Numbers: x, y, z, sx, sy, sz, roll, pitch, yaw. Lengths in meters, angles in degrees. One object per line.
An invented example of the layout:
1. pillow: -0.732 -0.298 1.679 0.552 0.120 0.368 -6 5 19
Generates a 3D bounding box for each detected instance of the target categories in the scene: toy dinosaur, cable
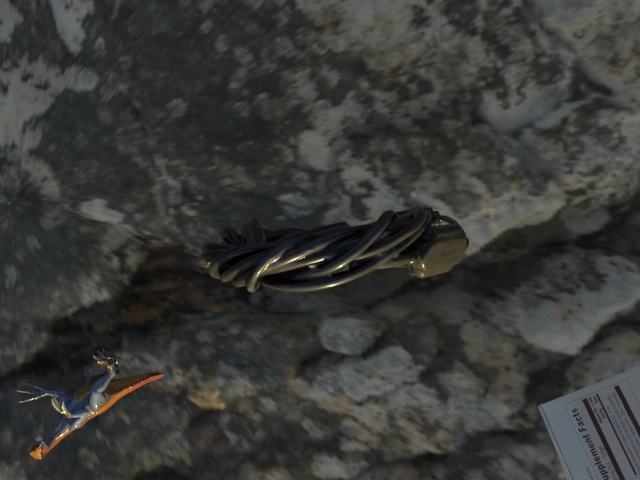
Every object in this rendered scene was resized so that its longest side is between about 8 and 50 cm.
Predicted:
1. toy dinosaur: -0.161 0.117 0.906 0.090 0.047 0.082 23 94 -16
2. cable: 0.000 0.000 0.816 0.150 0.184 0.047 2 97 28

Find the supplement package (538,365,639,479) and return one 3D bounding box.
1. supplement package: 0.329 0.195 0.956 0.262 0.198 0.199 -23 129 5
